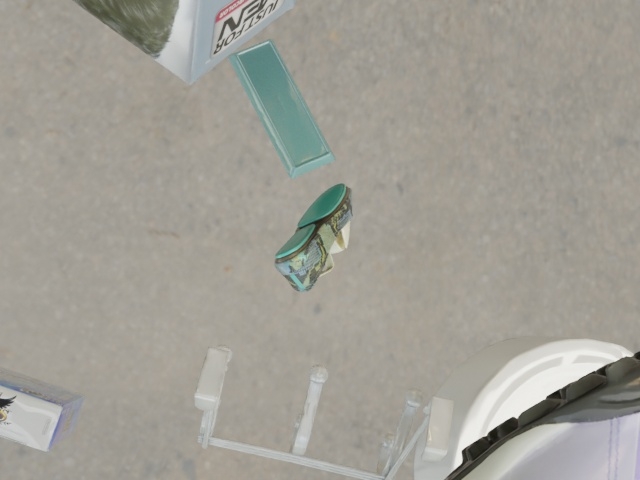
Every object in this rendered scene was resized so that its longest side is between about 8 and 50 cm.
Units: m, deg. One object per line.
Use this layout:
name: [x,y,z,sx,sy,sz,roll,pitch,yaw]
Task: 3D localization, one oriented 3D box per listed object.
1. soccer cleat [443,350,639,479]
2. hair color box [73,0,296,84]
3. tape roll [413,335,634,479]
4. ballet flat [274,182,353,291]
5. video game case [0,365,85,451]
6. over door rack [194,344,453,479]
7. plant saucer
soccer cleat: [0.082,0.128,0.387,0.116,0.318,0.109,58,160,13]
hair color box: [-0.090,-0.284,0.574,0.185,0.113,0.374,36,147,14]
tape roll: [0.244,0.241,1.096,0.286,0.100,0.286,1,86,-18]
ballet flat: [0.000,0.000,1.250,0.070,0.188,0.070,13,124,19]
video game case: [-0.427,0.184,1.312,0.244,0.269,0.061,19,82,-5]
over door rack: [-0.005,0.173,1.111,0.239,0.108,0.324,12,161,-2]
plant saucer: [-0.050,-0.176,1.381,0.067,0.018,0.192,-24,76,-14]
